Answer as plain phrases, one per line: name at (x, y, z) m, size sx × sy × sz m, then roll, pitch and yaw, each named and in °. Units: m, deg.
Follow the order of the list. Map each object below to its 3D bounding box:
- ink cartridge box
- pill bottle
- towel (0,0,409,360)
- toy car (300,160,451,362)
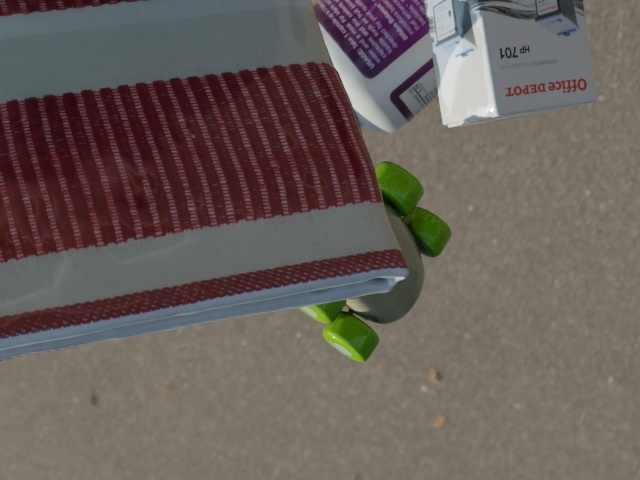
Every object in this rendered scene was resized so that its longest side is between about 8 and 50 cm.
ink cartridge box at (0.174, -0.211, 1.180) m, size 0.082 × 0.140 × 0.190 m, roll -7°, pitch 94°, yaw 54°
pill bottle at (0.081, -0.227, 1.391) m, size 0.301 × 0.169 × 0.169 m, roll -40°, pitch 112°, yaw 6°
towel at (-0.118, -0.096, 0.589) m, size 0.237 × 0.329 × 0.037 m, roll -10°, pitch 149°, yaw -16°
toy car at (0.000, 0.000, 1.213) m, size 0.188 × 0.155 × 0.149 m, roll 24°, pitch 162°, yaw 39°
